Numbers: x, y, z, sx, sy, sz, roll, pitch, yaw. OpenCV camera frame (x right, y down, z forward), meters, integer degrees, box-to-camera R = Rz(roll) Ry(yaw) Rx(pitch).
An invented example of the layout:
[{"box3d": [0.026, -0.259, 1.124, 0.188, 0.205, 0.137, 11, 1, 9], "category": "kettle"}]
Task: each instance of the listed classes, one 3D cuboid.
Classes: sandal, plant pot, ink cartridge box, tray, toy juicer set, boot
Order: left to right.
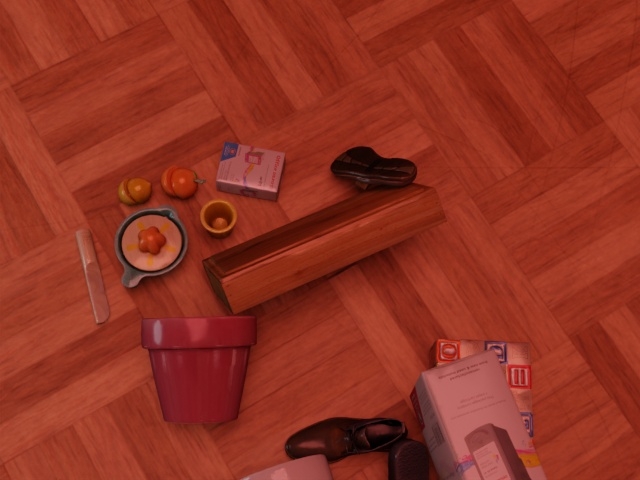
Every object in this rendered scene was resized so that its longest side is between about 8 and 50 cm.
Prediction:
[{"box3d": [-0.336, -0.022, 1.841, 0.329, 0.089, 0.209, -35, 76, -14], "category": "toy juicer set"}, {"box3d": [-0.209, 0.222, 1.719, 0.201, 0.201, 0.180, -1, 86, -4], "category": "plant pot"}, {"box3d": [-0.134, -0.134, 1.913, 0.122, 0.052, 0.088, 11, 70, -1], "category": "ink cartridge box"}, {"box3d": [0.000, 0.000, 1.789, 0.411, 0.203, 0.076, -24, 104, -11], "category": "tray"}, {"box3d": [0.047, 0.340, 1.725, 0.219, 0.106, 0.082, -8, 71, -6], "category": "boot"}, {"box3d": [0.101, -0.127, 1.874, 0.219, 0.060, 0.090, 16, 47, 45], "category": "sandal"}, {"box3d": [0.143, 0.468, 1.697, 0.097, 0.054, 0.254, 9, 85, -31], "category": "sandal"}, {"box3d": [0.258, 0.351, 1.578, 0.131, 0.226, 0.306, -19, 74, -7], "category": "ink cartridge box"}]

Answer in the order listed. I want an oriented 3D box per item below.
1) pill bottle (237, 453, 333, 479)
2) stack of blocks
[{"box3d": [-0.018, 0.546, 1.597, 0.204, 0.204, 0.361, -16, 73, -9], "category": "pill bottle"}, {"box3d": [0.283, 0.331, 1.752, 0.171, 0.087, 0.297, 2, 71, -2], "category": "stack of blocks"}]
